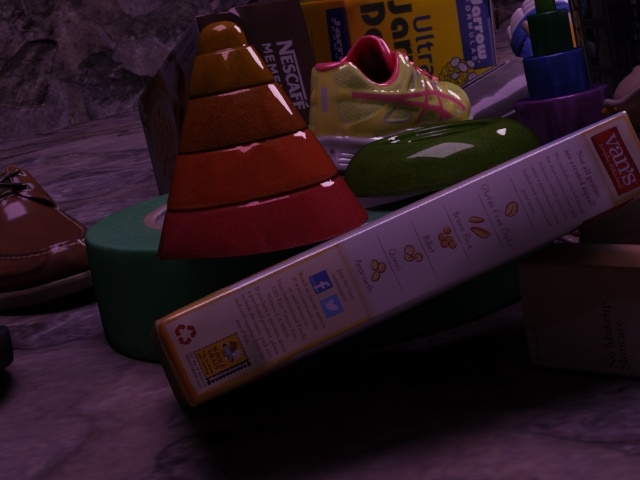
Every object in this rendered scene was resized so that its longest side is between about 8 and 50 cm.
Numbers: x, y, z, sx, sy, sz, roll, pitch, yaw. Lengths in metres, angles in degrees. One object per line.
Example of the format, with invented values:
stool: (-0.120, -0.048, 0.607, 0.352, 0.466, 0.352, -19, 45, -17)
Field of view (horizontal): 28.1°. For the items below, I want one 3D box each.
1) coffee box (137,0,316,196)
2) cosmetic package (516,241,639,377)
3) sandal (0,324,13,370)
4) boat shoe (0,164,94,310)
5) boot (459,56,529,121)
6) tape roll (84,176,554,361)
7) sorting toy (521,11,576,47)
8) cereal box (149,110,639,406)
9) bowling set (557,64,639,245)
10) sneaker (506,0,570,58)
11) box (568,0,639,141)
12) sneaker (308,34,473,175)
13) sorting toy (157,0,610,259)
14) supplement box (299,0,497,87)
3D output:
coffee box: (-0.084, -0.107, 1.165, 0.098, 0.141, 0.246, -13, -5, -21)
cosmetic package: (0.157, 0.034, 0.630, 0.115, 0.060, 0.041, 0, 15, 46)
sandal: (-0.350, 0.043, 0.901, 0.168, 0.107, 0.446, -16, 13, -30)
boat shoe: (-0.282, -0.009, 1.103, 0.111, 0.104, 0.307, -18, 14, -35)
boot: (0.103, -0.117, 1.255, 0.208, 0.076, 0.190, -39, 35, -18)
tape roll: (0.000, 0.000, 0.896, 0.321, 0.077, 0.321, -9, 12, 2)
sorting toy: (0.321, -0.166, 1.243, 0.193, 0.038, 0.208, -13, 55, -14)
cereal box: (0.032, 0.015, 0.647, 0.240, 0.047, 0.173, -23, -3, -9)
bowling set: (0.267, -0.099, 0.784, 0.287, 0.199, 0.154, -8, -19, -2)
sneaker: (0.365, -0.170, 1.360, 0.330, 0.129, 0.147, 3, 52, -7)
box: (0.237, -0.128, 0.923, 0.059, 0.232, 0.183, -13, 11, -3)
sneaker: (0.055, -0.107, 0.945, 0.082, 0.094, 0.208, -6, 10, 28)
sorting toy: (0.048, -0.091, 0.783, 0.366, 0.126, 0.127, -19, 12, -38)
supplement box: (0.053, -0.215, 1.613, 0.195, 0.194, 0.356, -14, 12, -22)
